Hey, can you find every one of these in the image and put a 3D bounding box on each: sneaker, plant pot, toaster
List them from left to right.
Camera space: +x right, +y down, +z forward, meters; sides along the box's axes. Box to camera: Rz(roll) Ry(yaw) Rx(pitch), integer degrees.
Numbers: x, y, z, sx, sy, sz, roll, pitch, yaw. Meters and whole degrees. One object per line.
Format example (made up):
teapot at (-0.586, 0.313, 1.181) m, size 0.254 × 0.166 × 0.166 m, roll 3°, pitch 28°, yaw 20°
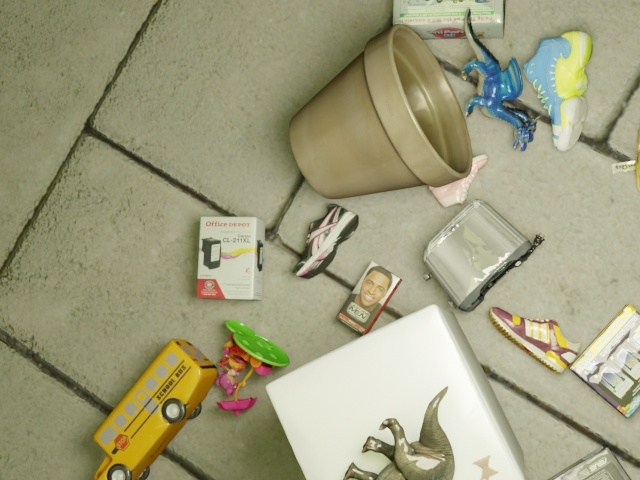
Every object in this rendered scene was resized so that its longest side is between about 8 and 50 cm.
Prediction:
sneaker at (0.000, 0.000, 1.866) m, size 0.077 × 0.072 × 0.178 m, roll 39°, pitch 85°, yaw 25°
plant pot at (0.102, -0.216, 1.758) m, size 0.280 × 0.323 × 0.323 m, roll -24°, pitch 79°, yaw 25°
sneaker at (0.292, -0.115, 1.815) m, size 0.134 × 0.051 × 0.070 m, roll -32°, pitch 80°, yaw 11°
toaster at (0.309, 0.022, 1.756) m, size 0.227 × 0.129 × 0.146 m, roll -45°, pitch 75°, yaw 6°
sneaker at (0.417, 0.176, 1.752) m, size 0.185 × 0.069 × 0.084 m, roll 39°, pitch 84°, yaw 8°
sneaker at (0.465, -0.298, 1.790) m, size 0.126 × 0.091 × 0.240 m, roll 9°, pitch 86°, yaw 32°

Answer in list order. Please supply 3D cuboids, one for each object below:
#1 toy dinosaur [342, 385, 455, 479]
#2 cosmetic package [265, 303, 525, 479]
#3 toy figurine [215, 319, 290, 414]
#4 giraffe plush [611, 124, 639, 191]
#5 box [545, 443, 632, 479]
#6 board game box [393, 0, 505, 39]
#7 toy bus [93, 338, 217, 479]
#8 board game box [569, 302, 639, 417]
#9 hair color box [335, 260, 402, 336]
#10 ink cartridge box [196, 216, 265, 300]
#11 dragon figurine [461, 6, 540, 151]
toy dinosaur at (0.132, 0.367, 1.376) m, size 0.160 × 0.121 × 0.313 m, roll 31°, pitch 87°, yaw 1°
cosmetic package at (0.153, 0.332, 1.620) m, size 0.330 × 0.394 × 0.327 m, roll -26°, pitch 79°, yaw 8°
toy figurine at (-0.170, 0.274, 1.853) m, size 0.173 × 0.130 × 0.159 m, roll 36°, pitch 102°, yaw 35°
giraffe plush at (0.658, -0.180, 1.678) m, size 0.210 × 0.170 × 0.181 m, roll -26°, pitch 79°, yaw 9°
box at (0.497, 0.524, 1.695) m, size 0.231 × 0.056 × 0.183 m, roll -35°, pitch 79°, yaw 7°
board game box at (0.270, -0.574, 1.847) m, size 0.224 × 0.097 × 0.303 m, roll 2°, pitch 83°, yaw 13°
toy bus at (-0.357, 0.373, 1.873) m, size 0.130 × 0.108 × 0.332 m, roll 40°, pitch 93°, yaw 14°
board game box at (0.586, 0.229, 1.713) m, size 0.141 × 0.048 × 0.170 m, roll 42°, pitch 94°, yaw 15°
hair color box at (0.099, 0.120, 1.834) m, size 0.072 × 0.043 × 0.141 m, roll 32°, pitch 91°, yaw 15°
ink cartridge box at (-0.189, 0.037, 1.892) m, size 0.128 × 0.072 × 0.175 m, roll 0°, pitch 84°, yaw 13°
dragon figurine at (0.359, -0.320, 1.785) m, size 0.144 × 0.085 × 0.289 m, roll -4°, pitch 99°, yaw 16°
